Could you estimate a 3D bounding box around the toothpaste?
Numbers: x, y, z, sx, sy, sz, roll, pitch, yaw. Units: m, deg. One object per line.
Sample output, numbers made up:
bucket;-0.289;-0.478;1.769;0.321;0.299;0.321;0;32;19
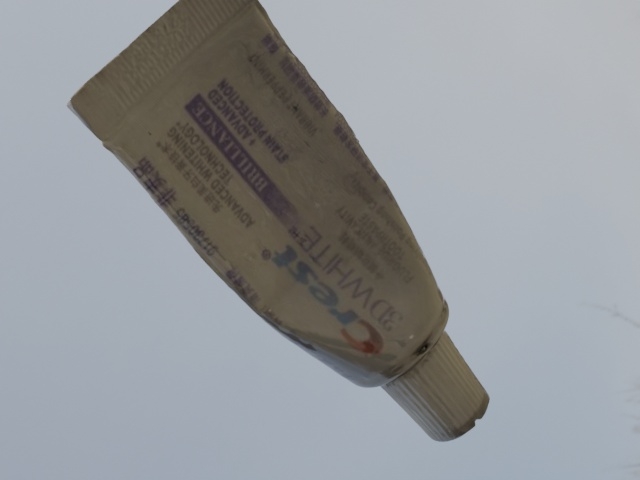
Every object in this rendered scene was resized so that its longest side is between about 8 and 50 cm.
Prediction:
toothpaste;0.001;-0.001;0.552;0.282;0.068;0.099;52;-140;-22
